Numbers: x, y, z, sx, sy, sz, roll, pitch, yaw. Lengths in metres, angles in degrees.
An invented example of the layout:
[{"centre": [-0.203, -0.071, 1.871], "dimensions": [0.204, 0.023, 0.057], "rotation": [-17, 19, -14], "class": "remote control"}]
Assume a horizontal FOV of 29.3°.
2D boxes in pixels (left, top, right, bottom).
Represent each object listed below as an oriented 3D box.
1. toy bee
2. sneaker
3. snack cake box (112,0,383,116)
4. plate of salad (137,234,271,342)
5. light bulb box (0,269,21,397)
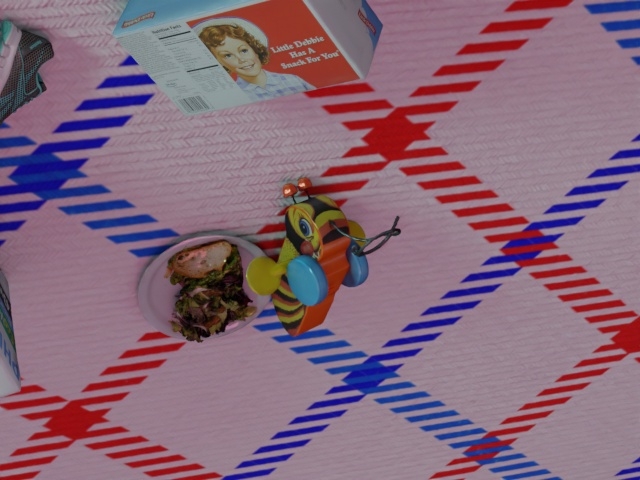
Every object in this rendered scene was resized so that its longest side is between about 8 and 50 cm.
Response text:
[{"centre": [0.000, 0.000, 1.690], "dimensions": [0.298, 0.162, 0.195], "rotation": [-42, 162, 33], "class": "toy bee"}, {"centre": [-0.365, -0.178, 1.454], "dimensions": [0.076, 0.065, 0.166], "rotation": [10, 127, -30], "class": "sneaker"}, {"centre": [-0.083, -0.239, 1.391], "dimensions": [0.264, 0.089, 0.152], "rotation": [-7, 140, 33], "class": "snack cake box"}, {"centre": [-0.160, 0.076, 1.744], "dimensions": [0.200, 0.048, 0.199], "rotation": [-10, 131, -11], "class": "plate of salad"}, {"centre": [-0.594, 0.052, 1.459], "dimensions": [0.361, 0.225, 0.358], "rotation": [-18, 132, -5], "class": "light bulb box"}]
